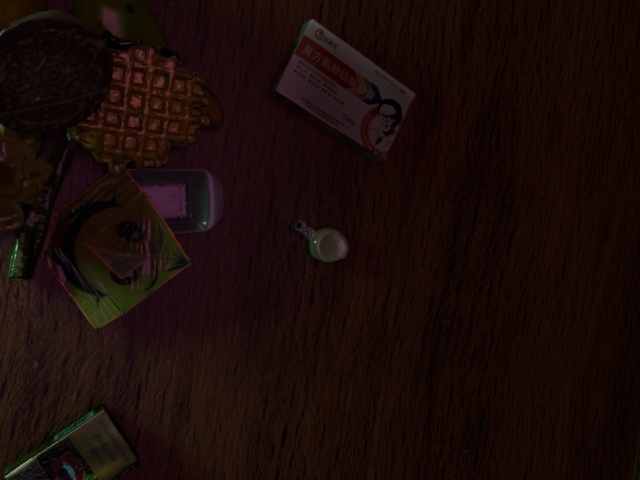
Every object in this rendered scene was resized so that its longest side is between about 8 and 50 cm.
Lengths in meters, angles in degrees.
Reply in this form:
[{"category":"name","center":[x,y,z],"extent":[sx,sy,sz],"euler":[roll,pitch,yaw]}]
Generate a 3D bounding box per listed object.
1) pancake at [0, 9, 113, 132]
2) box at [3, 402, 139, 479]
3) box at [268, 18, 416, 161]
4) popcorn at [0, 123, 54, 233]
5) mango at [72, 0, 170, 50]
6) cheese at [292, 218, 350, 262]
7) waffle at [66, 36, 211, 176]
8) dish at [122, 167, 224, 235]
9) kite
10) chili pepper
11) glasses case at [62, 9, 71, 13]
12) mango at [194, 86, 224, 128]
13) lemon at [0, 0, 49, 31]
[{"category":"pancake","center":[-0.501,-0.308,1.134],"extent":[0.250,0.031,0.250],"euler":[-30,147,-22]},{"category":"box","center":[-0.550,0.501,1.371],"extent":[0.240,0.071,0.159],"euler":[-34,107,-18]},{"category":"box","center":[0.064,-0.386,1.609],"extent":[0.353,0.069,0.214],"euler":[30,80,-24]},{"category":"popcorn","center":[-0.674,-0.137,1.200],"extent":[0.293,0.237,0.293],"euler":[-1,93,-22]},{"category":"mango","center":[-0.425,-0.429,1.351],"extent":[0.175,0.143,0.293],"euler":[-41,117,-28]},{"category":"cheese","center":[-0.001,0.007,1.603],"extent":[0.171,0.047,0.092],"euler":[15,84,-24]},{"category":"waffle","center":[-0.391,-0.298,1.303],"extent":[0.311,0.060,0.307],"euler":[-30,120,-18]},{"category":"dish","center":[-0.344,-0.092,1.439],"extent":[0.234,0.064,0.154],"euler":[-3,94,-23]},{"category":"kite","center":[-0.449,0.018,1.366],"extent":[0.327,0.013,0.378],"euler":[12,92,-2]},{"category":"chili pepper","center":[-0.594,-0.088,1.318],"extent":[0.076,0.085,0.359],"euler":[17,87,4]},{"category":"glasses case","center":[-0.550,-0.385,1.345],"extent":[0.075,0.049,0.218],"euler":[-20,100,-21]},{"category":"mango","center":[-0.275,-0.317,1.465],"extent":[0.079,0.057,0.114],"euler":[-46,112,-23]},{"category":"lemon","center":[-0.686,-0.450,1.126],"extent":[0.349,0.350,0.387],"euler":[-1,84,-24]}]
